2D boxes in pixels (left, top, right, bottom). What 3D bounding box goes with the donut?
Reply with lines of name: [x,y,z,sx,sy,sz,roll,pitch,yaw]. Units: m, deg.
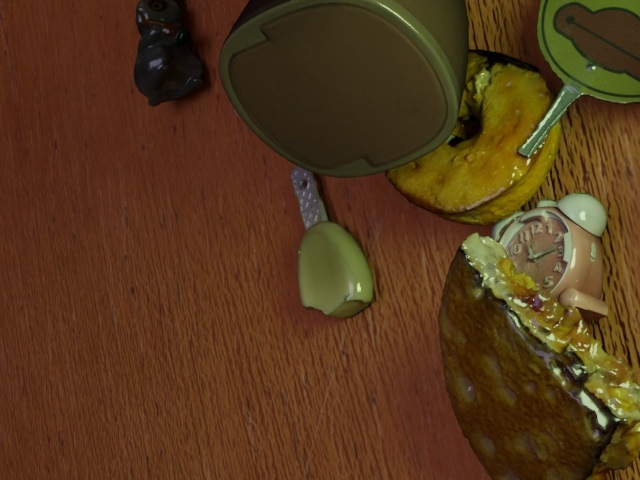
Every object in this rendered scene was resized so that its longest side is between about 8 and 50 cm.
donut: [0.197,-0.133,1.634,0.253,0.118,0.253,-26,47,32]

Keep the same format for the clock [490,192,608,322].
clock: [0.291,0.027,1.585,0.166,0.093,0.162,-18,63,46]

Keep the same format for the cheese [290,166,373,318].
cheese: [0.000,0.000,1.879,0.127,0.050,0.255,-36,60,35]

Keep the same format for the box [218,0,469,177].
box: [0.043,-0.251,1.591,0.301,0.301,0.216,-26,32,38]

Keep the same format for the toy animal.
toy animal: [-0.276,-0.348,2.141,0.138,0.108,0.236,-38,60,33]

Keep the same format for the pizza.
pizza: [0.260,0.181,1.496,0.278,0.114,0.408,-18,98,52]

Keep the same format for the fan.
fan: [0.349,-0.234,1.532,0.230,0.011,0.335,36,88,27]
